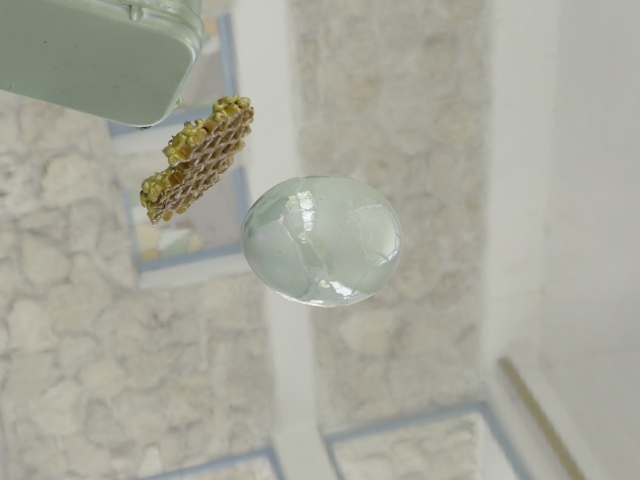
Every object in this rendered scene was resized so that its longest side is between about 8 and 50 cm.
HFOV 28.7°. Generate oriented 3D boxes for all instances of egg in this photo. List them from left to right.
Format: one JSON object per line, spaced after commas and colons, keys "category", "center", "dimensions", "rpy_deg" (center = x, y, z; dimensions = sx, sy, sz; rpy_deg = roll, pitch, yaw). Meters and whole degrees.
{"category": "egg", "center": [0.000, 0.000, 1.407], "dimensions": [0.151, 0.209, 0.151], "rpy_deg": [-1, -92, 48]}

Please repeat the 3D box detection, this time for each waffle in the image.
{"category": "waffle", "center": [-0.188, -0.124, 1.913], "dimensions": [0.051, 0.231, 0.229], "rpy_deg": [41, -17, 12]}

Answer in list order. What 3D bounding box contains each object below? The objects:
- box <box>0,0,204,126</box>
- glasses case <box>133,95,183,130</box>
{"category": "box", "center": [-0.283, -0.336, 1.264], "dimensions": [0.177, 0.351, 0.344], "rpy_deg": [131, -31, -57]}
{"category": "glasses case", "center": [-0.344, -0.319, 2.109], "dimensions": [0.062, 0.095, 0.272], "rpy_deg": [23, -29, 56]}
